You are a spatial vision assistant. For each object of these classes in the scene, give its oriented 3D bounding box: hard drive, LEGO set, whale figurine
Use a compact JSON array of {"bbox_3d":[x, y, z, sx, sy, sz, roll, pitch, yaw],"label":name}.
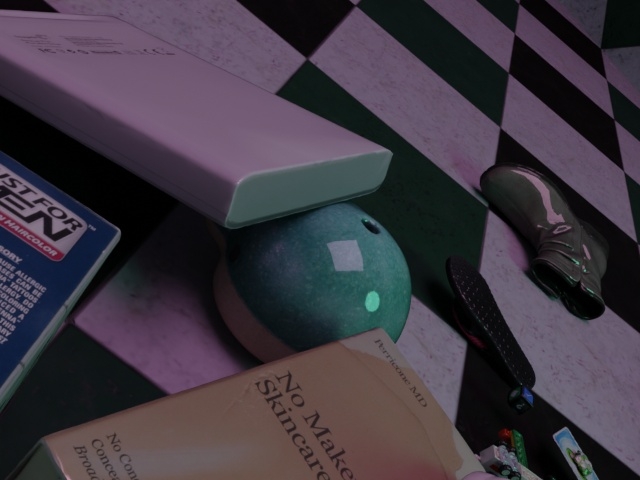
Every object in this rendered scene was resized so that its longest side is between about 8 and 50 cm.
[{"bbox_3d":[-0.139,-0.122,0.730,0.353,0.047,0.233,29,24,25],"label":"hard drive"},{"bbox_3d":[0.232,0.266,0.819,0.182,0.060,0.244,-1,59,-57],"label":"LEGO set"},{"bbox_3d":[0.000,0.000,0.771,0.216,0.141,0.272,28,33,-22],"label":"whale figurine"}]

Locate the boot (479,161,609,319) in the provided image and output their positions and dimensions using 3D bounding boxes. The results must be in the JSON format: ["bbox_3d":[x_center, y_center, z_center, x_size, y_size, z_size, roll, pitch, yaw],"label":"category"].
[{"bbox_3d":[0.332,-0.004,1.224,0.246,0.083,0.161,39,36,-4],"label":"boot"}]

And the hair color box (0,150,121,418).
[{"bbox_3d":[-0.224,0.110,0.345,0.105,0.174,0.347,35,31,-10],"label":"hair color box"}]

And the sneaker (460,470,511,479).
[{"bbox_3d":[0.147,0.295,0.487,0.114,0.152,0.305,4,79,-55],"label":"sneaker"}]

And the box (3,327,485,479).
[{"bbox_3d":[-0.040,0.169,0.533,0.311,0.121,0.148,-11,59,-54],"label":"box"}]

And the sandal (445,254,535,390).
[{"bbox_3d":[0.188,0.101,0.971,0.067,0.040,0.179,-27,86,-52],"label":"sandal"}]
